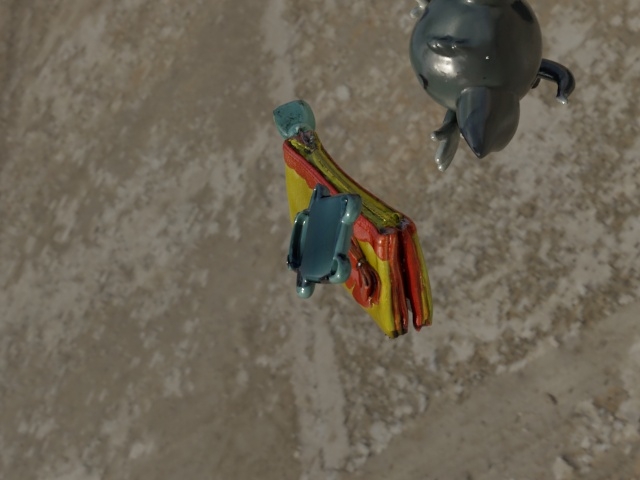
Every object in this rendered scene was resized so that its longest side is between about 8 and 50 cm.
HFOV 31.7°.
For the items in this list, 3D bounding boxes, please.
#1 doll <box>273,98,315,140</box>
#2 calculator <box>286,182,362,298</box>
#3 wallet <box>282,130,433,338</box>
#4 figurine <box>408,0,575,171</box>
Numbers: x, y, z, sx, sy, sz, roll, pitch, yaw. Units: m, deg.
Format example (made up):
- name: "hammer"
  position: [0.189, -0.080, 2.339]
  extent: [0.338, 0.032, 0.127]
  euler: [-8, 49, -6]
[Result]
- name: "doll"
  position: [-0.013, -0.099, 1.549]
  extent: [0.059, 0.159, 0.158]
  euler: [-18, 28, 0]
- name: "calculator"
  position: [0.000, 0.000, 0.892]
  extent: [0.141, 0.019, 0.094]
  euler: [176, 104, -70]
- name: "wallet"
  position: [0.028, -0.011, 1.205]
  extent: [0.067, 0.141, 0.241]
  euler: [-23, 38, -18]
- name: "figurine"
  position: [0.162, -0.157, 1.067]
  extent: [0.140, 0.265, 0.193]
  euler: [8, 90, 38]
